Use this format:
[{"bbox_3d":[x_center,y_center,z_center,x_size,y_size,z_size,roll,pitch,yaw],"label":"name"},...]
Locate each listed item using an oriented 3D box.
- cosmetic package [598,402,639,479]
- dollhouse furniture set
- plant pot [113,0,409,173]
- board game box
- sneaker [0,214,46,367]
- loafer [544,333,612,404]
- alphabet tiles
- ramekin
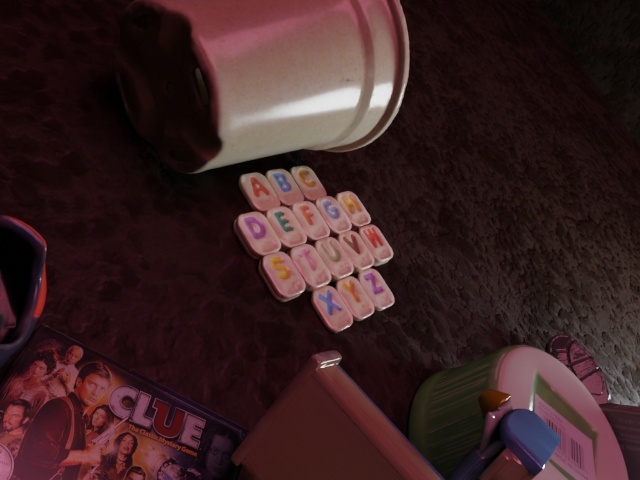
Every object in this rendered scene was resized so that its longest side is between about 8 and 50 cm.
[{"bbox_3d":[0.474,0.373,0.912,0.107,0.127,0.237,9,79,-39],"label":"cosmetic package"},{"bbox_3d":[0.066,0.259,0.651,0.198,0.286,0.303,45,18,25],"label":"dollhouse furniture set"},{"bbox_3d":[-0.099,-0.244,0.854,0.305,0.334,0.333,-29,80,-40],"label":"plant pot"},{"bbox_3d":[-0.194,0.205,0.568,0.243,0.042,0.165,33,40,-18],"label":"board game box"},{"bbox_3d":[-0.319,0.109,0.447,0.131,0.148,0.350,33,41,-18],"label":"sneaker"},{"bbox_3d":[0.482,0.303,1.107,0.096,0.084,0.267,-17,63,-16],"label":"loafer"},{"bbox_3d":[0.000,0.000,0.943,0.284,0.021,0.278,-17,70,-48],"label":"alphabet tiles"},{"bbox_3d":[0.285,0.296,0.853,0.303,0.148,0.303,25,44,-26],"label":"ramekin"}]
